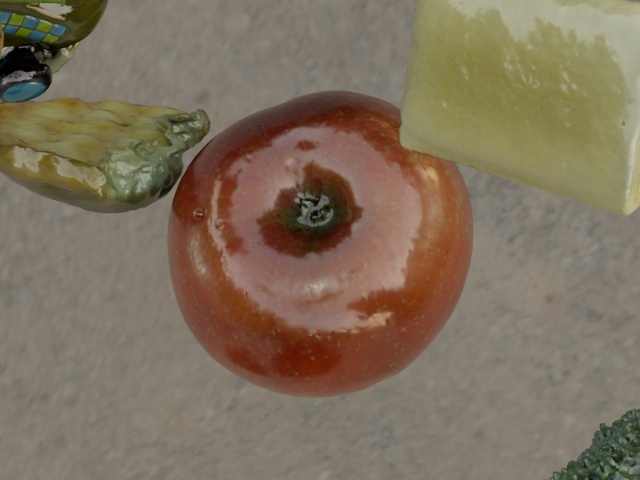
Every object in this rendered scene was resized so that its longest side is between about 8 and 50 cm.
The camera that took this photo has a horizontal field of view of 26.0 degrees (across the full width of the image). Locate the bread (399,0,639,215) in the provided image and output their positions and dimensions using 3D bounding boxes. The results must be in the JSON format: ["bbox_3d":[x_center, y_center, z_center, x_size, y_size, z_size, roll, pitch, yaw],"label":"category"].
[{"bbox_3d":[0.143,-0.103,0.909,0.178,0.140,0.060,23,26,31],"label":"bread"}]

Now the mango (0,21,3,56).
[{"bbox_3d":[-0.252,-0.126,0.872,0.114,0.057,0.079,-18,94,-42],"label":"mango"}]

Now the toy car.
[{"bbox_3d":[-0.295,-0.254,1.244,0.247,0.198,0.204,-4,68,-44],"label":"toy car"}]

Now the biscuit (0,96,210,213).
[{"bbox_3d":[-0.253,-0.110,1.608,0.335,0.329,0.078,-8,114,-39],"label":"biscuit"}]

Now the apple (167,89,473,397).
[{"bbox_3d":[0.000,0.000,1.517,0.348,0.277,0.349,-3,71,8],"label":"apple"}]

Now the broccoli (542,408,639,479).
[{"bbox_3d":[0.337,0.328,1.199,0.353,0.275,0.397,-40,92,-18],"label":"broccoli"}]
